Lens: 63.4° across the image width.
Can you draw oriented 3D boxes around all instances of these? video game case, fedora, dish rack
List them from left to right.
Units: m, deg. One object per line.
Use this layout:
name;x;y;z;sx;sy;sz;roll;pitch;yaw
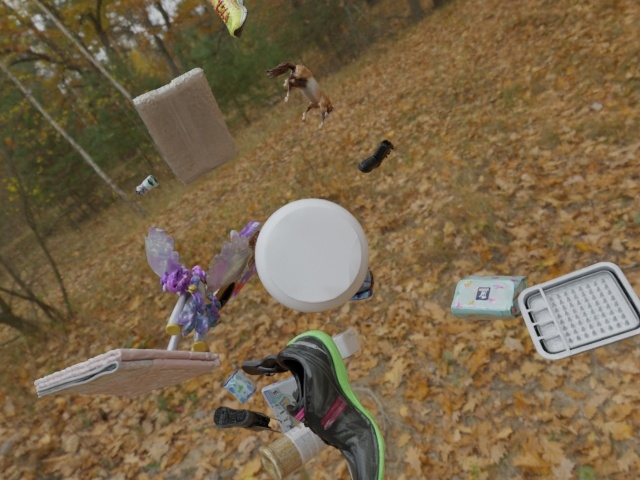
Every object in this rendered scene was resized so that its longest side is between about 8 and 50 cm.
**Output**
fedora;-0.378;0.185;1.901;0.194;0.079;0.194;-56;-8;-11
video game case;-0.033;0.680;2.085;0.300;0.328;0.036;-23;14;8
dish rack;0.839;0.237;1.671;0.333;0.072;0.285;-25;40;20

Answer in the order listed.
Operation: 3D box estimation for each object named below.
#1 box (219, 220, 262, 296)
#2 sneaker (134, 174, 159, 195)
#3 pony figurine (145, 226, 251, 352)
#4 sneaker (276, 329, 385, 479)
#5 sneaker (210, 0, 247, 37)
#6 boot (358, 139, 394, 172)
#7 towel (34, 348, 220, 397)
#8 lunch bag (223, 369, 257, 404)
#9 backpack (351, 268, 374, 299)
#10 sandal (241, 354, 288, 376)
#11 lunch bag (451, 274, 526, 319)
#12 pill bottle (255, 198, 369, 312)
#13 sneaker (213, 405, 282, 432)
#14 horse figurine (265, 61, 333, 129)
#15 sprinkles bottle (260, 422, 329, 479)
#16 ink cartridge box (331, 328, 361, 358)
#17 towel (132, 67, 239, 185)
box;-0.333;0.075;2.236;0.057;0.200;0.293;11;36;19
sneaker;-0.517;-0.156;1.522;0.069;0.038;0.098;-37;10;6
pony figurine;-0.378;0.153;1.521;0.303;0.350;0.363;9;41;-12
sneaker;0.018;0.491;1.454;0.202;0.482;0.185;-15;-32;-26
sneaker;-0.265;-0.655;1.475;0.081;0.094;0.208;-54;41;46
boot;0.183;-0.275;1.690;0.121;0.045;0.099;-26;-22;-46
towel;-0.476;0.339;1.299;0.332;0.053;0.317;-23;-24;27
lunch bag;-0.356;0.657;2.352;0.096;0.129;0.151;-48;-3;7
backpack;0.093;0.140;1.694;0.158;0.116;0.173;-7;-7;8
sandal;-0.214;0.508;2.044;0.255;0.097;0.054;-22;32;39
lunch bag;0.623;0.216;1.906;0.224;0.160;0.262;-1;9;35
pill bottle;-0.019;0.032;1.104;0.229;0.229;0.407;-31;-1;-3
sneaker;-0.180;0.439;1.261;0.170;0.089;0.051;-15;54;42
horse figurine;-0.047;-0.461;1.607;0.066;0.263;0.174;-19;39;39
sprinkles bottle;-0.024;0.647;1.719;0.356;0.121;0.121;-25;14;-32
ink cartridge box;0.030;0.393;1.845;0.191;0.082;0.140;-25;-8;20
towel;-0.333;-0.284;1.325;0.187;0.282;0.049;-33;50;-13
